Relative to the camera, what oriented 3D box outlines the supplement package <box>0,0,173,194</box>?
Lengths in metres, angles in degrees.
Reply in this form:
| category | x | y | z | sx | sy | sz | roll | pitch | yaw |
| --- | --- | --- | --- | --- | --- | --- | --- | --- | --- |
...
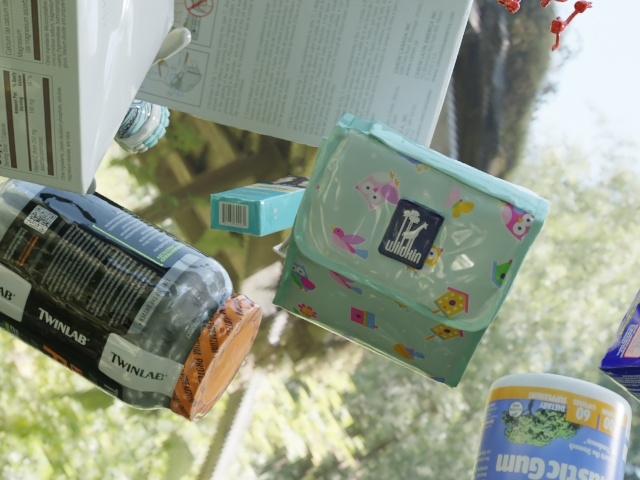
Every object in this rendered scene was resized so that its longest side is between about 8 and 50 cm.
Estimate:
| category | x | y | z | sx | sy | sz | roll | pitch | yaw |
| --- | --- | --- | --- | --- | --- | --- | --- | --- | --- |
| supplement package | -0.179 | -0.201 | 0.734 | 0.204 | 0.145 | 0.262 | -75 | 175 | -47 |

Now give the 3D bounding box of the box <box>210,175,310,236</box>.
| category | x | y | z | sx | sy | sz | roll | pitch | yaw |
| --- | --- | --- | --- | --- | --- | --- | --- | --- | --- |
| box | -0.076 | -0.061 | 2.072 | 0.100 | 0.244 | 0.060 | 8 | -76 | 29 |

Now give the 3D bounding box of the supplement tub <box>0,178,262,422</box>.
| category | x | y | z | sx | sy | sz | roll | pitch | yaw |
| --- | --- | --- | --- | --- | --- | --- | --- | --- | --- |
| supplement tub | -0.238 | 0.063 | 1.395 | 0.316 | 0.193 | 0.193 | 29 | -22 | 12 |

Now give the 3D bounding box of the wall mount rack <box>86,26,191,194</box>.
| category | x | y | z | sx | sy | sz | roll | pitch | yaw |
| --- | --- | --- | --- | --- | --- | --- | --- | --- | --- |
| wall mount rack | -0.273 | -0.226 | 1.211 | 0.350 | 0.130 | 0.304 | 56 | -20 | -9 |

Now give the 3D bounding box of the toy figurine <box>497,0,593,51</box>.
| category | x | y | z | sx | sy | sz | roll | pitch | yaw |
| --- | --- | --- | --- | --- | --- | --- | --- | --- | --- |
| toy figurine | 0.236 | -0.459 | 1.825 | 0.362 | 0.191 | 0.217 | 33 | -3 | -35 |

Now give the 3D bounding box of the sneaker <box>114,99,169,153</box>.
| category | x | y | z | sx | sy | sz | roll | pitch | yaw |
| --- | --- | --- | --- | --- | --- | --- | --- | --- | --- |
| sneaker | -0.301 | -0.248 | 1.639 | 0.283 | 0.110 | 0.122 | 53 | 7 | 30 |

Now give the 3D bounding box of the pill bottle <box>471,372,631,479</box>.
| category | x | y | z | sx | sy | sz | roll | pitch | yaw |
| --- | --- | --- | --- | --- | --- | --- | --- | --- | --- |
| pill bottle | 0.224 | 0.285 | 1.252 | 0.152 | 0.152 | 0.272 | 100 | 3 | -69 |

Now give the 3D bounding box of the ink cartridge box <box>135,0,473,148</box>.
| category | x | y | z | sx | sy | sz | roll | pitch | yaw |
| --- | --- | --- | --- | --- | --- | --- | --- | --- | --- |
| ink cartridge box | -0.041 | -0.260 | 1.248 | 0.091 | 0.385 | 0.308 | -76 | -179 | -55 |

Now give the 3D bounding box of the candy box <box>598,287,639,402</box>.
| category | x | y | z | sx | sy | sz | roll | pitch | yaw |
| --- | --- | --- | --- | --- | --- | --- | --- | --- | --- |
| candy box | 0.579 | 0.154 | 1.682 | 0.317 | 0.268 | 0.122 | 38 | -18 | -17 |

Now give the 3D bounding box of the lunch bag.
| category | x | y | z | sx | sy | sz | roll | pitch | yaw |
| --- | --- | --- | --- | --- | --- | --- | --- | --- | --- |
| lunch bag | 0.086 | 0.002 | 1.206 | 0.223 | 0.160 | 0.262 | 26 | -32 | 5 |

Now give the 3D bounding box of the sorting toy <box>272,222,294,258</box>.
| category | x | y | z | sx | sy | sz | roll | pitch | yaw |
| --- | --- | --- | --- | --- | --- | --- | --- | --- | --- |
| sorting toy | 0.000 | 0.000 | 1.467 | 0.075 | 0.083 | 0.045 | 39 | 9 | 16 |
